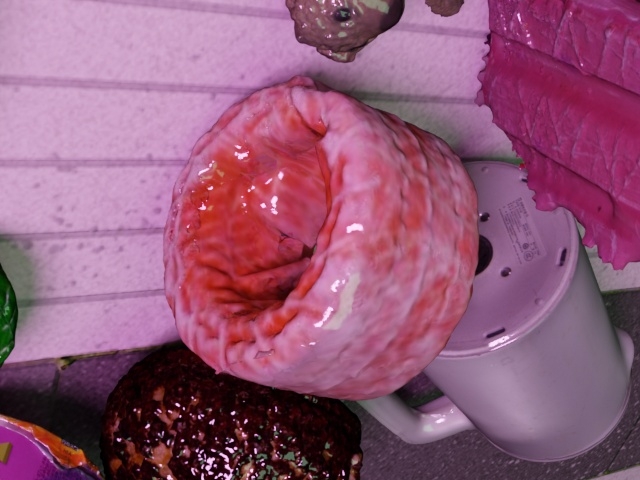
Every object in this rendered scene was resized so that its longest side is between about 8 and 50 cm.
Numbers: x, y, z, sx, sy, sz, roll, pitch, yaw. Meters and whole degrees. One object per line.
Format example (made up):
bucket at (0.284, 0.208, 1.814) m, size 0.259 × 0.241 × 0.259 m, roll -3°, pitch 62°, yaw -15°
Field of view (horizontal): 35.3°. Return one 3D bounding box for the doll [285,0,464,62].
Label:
doll at (0.096, -0.245, 0.763) m, size 0.286 × 0.091 × 0.202 m, roll -29°, pitch 151°, yaw -29°

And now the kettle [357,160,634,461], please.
kettle at (0.173, 0.106, 1.027) m, size 0.265 × 0.205 × 0.318 m, roll -49°, pitch 142°, yaw -6°

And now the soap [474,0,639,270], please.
soap at (0.258, -0.102, 0.805) m, size 0.127 × 0.325 × 0.220 m, roll -17°, pitch 123°, yaw -17°

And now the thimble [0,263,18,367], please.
thimble at (-0.279, 0.049, 0.716) m, size 0.118 × 0.090 × 0.130 m, roll -25°, pitch 138°, yaw -22°

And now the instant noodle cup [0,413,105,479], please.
instant noodle cup at (-0.289, 0.280, 0.767) m, size 0.251 × 0.190 × 0.251 m, roll -2°, pitch 128°, yaw -3°

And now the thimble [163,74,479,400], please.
thimble at (0.000, 0.000, 0.777) m, size 0.162 × 0.239 × 0.239 m, roll 21°, pitch 111°, yaw -43°

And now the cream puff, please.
cream puff at (-0.083, 0.196, 0.887) m, size 0.239 × 0.239 × 0.164 m, roll 45°, pitch 52°, yaw -49°
